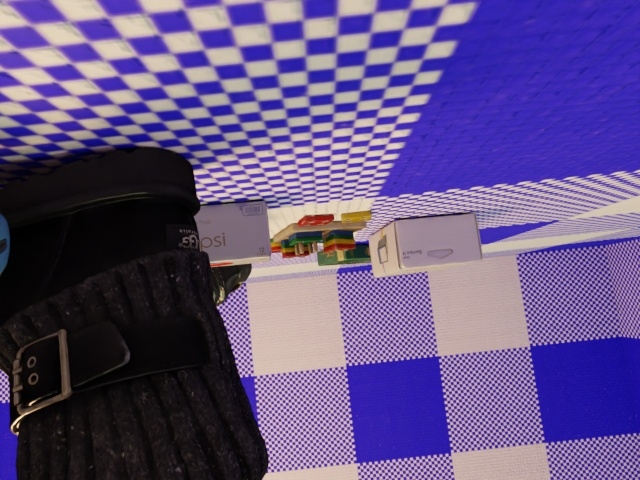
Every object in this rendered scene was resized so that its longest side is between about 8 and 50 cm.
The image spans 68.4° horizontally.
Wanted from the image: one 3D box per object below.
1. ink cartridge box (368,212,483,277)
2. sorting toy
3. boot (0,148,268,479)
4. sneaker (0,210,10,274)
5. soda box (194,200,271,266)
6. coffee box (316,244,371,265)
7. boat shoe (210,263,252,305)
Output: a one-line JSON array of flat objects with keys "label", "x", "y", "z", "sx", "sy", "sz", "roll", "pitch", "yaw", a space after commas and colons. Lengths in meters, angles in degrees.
[{"label": "ink cartridge box", "x": 0.192, "y": 0.015, "z": 0.908, "sx": 0.154, "sy": 0.093, "sz": 0.212, "roll": -6, "pitch": 175, "yaw": -6}, {"label": "sorting toy", "x": 0.000, "y": 0.000, "z": 0.811, "sx": 0.132, "sy": 0.046, "sz": 0.274, "roll": -4, "pitch": 172, "yaw": -20}, {"label": "boot", "x": -0.225, "y": 0.099, "z": 0.364, "sx": 0.347, "sy": 0.260, "sz": 0.131, "roll": -17, "pitch": 170, "yaw": 15}, {"label": "sneaker", "x": -0.359, "y": -0.011, "z": 0.241, "sx": 0.340, "sy": 0.125, "sz": 0.139, "roll": 0, "pitch": -168, "yaw": -28}, {"label": "soda box", "x": -0.169, "y": 0.000, "z": 0.566, "sx": 0.216, "sy": 0.069, "sz": 0.074, "roll": -5, "pitch": 174, "yaw": -6}, {"label": "coffee box", "x": 0.095, "y": 0.036, "z": 1.212, "sx": 0.184, "sy": 0.041, "sz": 0.113, "roll": -1, "pitch": 171, "yaw": -37}, {"label": "boat shoe", "x": -0.209, "y": 0.049, "z": 0.765, "sx": 0.113, "sy": 0.127, "sz": 0.340, "roll": -31, "pitch": -173, "yaw": -29}]
